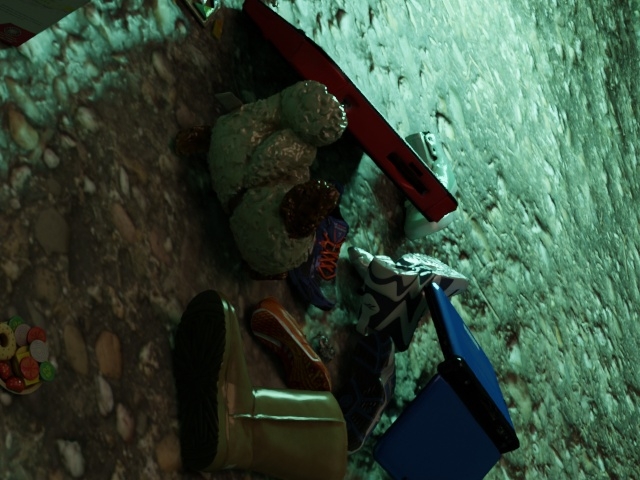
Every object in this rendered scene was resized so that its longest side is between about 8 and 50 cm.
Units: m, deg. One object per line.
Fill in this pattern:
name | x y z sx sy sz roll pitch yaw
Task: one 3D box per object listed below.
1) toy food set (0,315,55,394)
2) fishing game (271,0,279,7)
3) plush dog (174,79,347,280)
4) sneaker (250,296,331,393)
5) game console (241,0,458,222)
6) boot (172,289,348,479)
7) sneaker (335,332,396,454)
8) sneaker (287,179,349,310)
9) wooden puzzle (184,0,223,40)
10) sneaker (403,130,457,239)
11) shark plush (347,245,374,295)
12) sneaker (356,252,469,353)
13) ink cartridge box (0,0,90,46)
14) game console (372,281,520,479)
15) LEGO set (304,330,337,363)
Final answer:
toy food set | -0.320 0.122 1.191 0.082 0.020 0.083 -15 84 -59
fishing game | -0.167 -0.481 1.762 0.264 0.041 0.189 34 34 -34
plush dog | -0.074 -0.064 1.526 0.210 0.262 0.225 -7 64 -24
sneaker | -0.033 0.151 1.573 0.175 0.064 0.067 60 22 -19
game console | 0.047 -0.208 1.760 0.386 0.060 0.342 45 7 -34
boot | -0.072 0.200 1.466 0.269 0.089 0.236 18 70 -51
sneaker | 0.074 0.237 1.663 0.211 0.080 0.081 -62 143 -41
sneaker | 0.000 0.000 1.687 0.083 0.087 0.221 23 53 -48
wooden puzzle | -0.181 -0.365 1.701 0.116 0.014 0.079 47 37 -30
sneaker | 0.175 -0.106 2.008 0.151 0.094 0.256 63 22 -19
shark plush | 0.107 0.048 1.857 0.161 0.073 0.067 9 33 -48
sneaker | 0.138 0.108 1.795 0.094 0.153 0.235 32 18 29
ink cartridge box | -0.340 -0.330 1.281 0.128 0.176 0.127 24 53 -49
game console | 0.181 0.255 1.748 0.293 0.173 0.250 53 17 -47
LEGO set | 0.001 0.157 1.653 0.083 0.023 0.054 5 68 -56
